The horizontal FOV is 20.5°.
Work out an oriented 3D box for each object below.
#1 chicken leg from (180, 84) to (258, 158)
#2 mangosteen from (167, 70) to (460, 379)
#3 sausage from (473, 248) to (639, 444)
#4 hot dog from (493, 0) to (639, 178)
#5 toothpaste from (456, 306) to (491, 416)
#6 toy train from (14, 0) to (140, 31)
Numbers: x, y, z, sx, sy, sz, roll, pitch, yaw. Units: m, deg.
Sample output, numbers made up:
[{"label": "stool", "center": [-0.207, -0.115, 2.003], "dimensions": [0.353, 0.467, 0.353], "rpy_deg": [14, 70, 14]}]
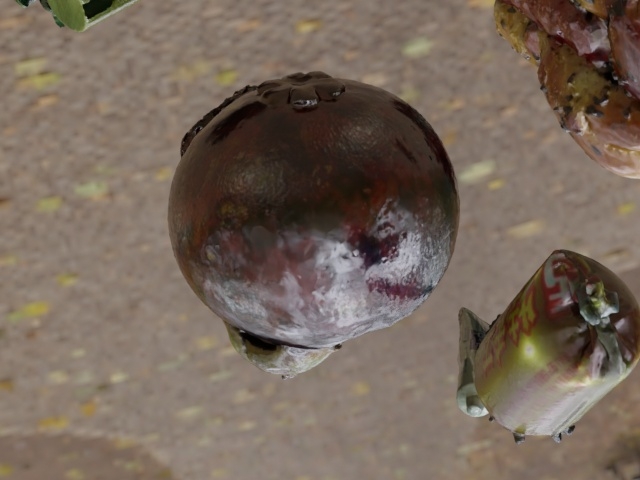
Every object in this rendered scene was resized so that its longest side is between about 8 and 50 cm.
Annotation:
[{"label": "chicken leg", "center": [-0.067, -0.134, 2.016], "dimensions": [0.205, 0.093, 0.053], "rpy_deg": [-36, 169, -7]}, {"label": "mangosteen", "center": [0.000, 0.000, 1.865], "dimensions": [0.306, 0.360, 0.306], "rpy_deg": [-9, -156, 4]}, {"label": "sausage", "center": [0.206, 0.090, 1.500], "dimensions": [0.117, 0.125, 0.317], "rpy_deg": [-1, 165, -3]}, {"label": "hot dog", "center": [0.366, -0.272, 2.261], "dimensions": [0.196, 0.365, 0.367], "rpy_deg": [-29, 151, -17]}, {"label": "toothpaste", "center": [0.161, 0.125, 1.786], "dimensions": [0.038, 0.060, 0.233], "rpy_deg": [-59, -177, 20]}, {"label": "toy train", "center": [-0.194, -0.323, 1.952], "dimensions": [0.307, 0.189, 0.126], "rpy_deg": [-32, 143, -24]}]
